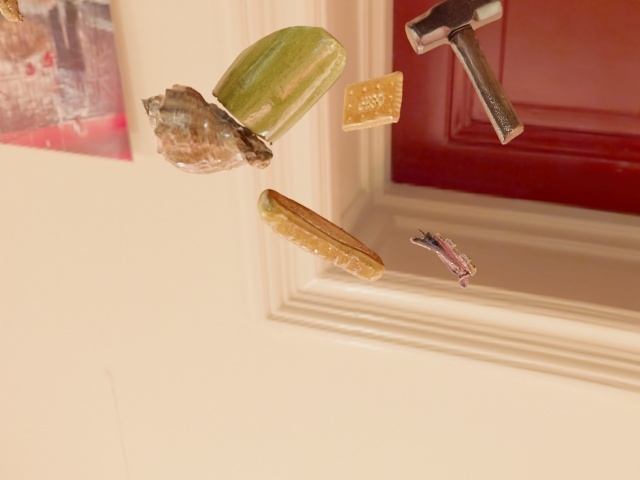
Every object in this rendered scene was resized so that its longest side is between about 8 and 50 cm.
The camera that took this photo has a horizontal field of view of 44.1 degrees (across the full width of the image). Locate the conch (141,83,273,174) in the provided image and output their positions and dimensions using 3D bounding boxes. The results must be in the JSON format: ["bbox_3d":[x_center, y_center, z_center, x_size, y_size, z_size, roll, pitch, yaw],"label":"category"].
[{"bbox_3d":[-0.251,-0.211,1.667,0.291,0.159,0.210,37,-175,-1],"label":"conch"}]

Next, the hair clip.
[{"bbox_3d":[0.312,0.034,1.966,0.187,0.146,0.056,37,-104,7],"label":"hair clip"}]

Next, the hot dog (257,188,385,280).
[{"bbox_3d":[0.002,-0.002,1.393,0.286,0.061,0.088,31,-161,-28],"label":"hot dog"}]

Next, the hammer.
[{"bbox_3d":[0.398,-0.431,1.970,0.242,0.095,0.408,-24,-106,0],"label":"hammer"}]

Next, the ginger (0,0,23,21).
[{"bbox_3d":[-0.698,-0.672,1.838,0.081,0.333,0.148,11,168,9],"label":"ginger"}]

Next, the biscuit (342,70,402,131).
[{"bbox_3d":[0.156,-0.429,2.448,0.030,0.160,0.250,10,173,-40],"label":"biscuit"}]

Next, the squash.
[{"bbox_3d":[-0.078,-0.346,1.639,0.189,0.260,0.189,39,-165,-13],"label":"squash"}]
